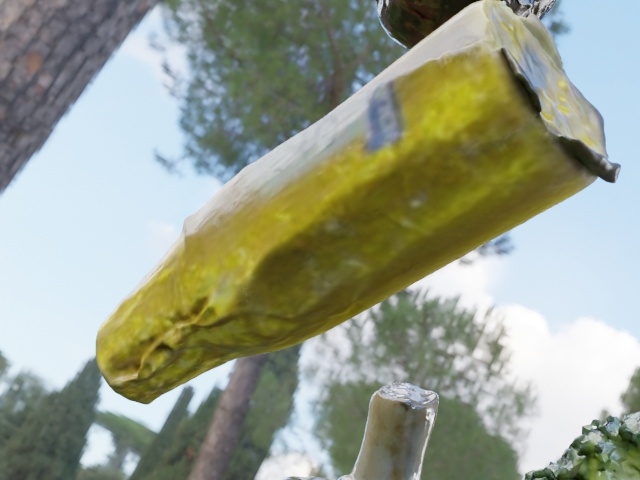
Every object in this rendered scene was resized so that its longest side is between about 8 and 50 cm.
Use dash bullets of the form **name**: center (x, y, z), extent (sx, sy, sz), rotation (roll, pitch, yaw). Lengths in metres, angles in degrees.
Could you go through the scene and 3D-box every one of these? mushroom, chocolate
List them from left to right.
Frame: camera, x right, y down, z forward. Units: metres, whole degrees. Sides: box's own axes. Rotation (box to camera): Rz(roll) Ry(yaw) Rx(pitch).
- **chocolate**: center (0.000, 0.000, 0.918), extent (0.445, 0.162, 0.162), rotation (-34, -56, 23)
- **mushroom**: center (0.051, 0.232, 1.071), extent (0.207, 0.215, 0.207), rotation (12, -2, 0)

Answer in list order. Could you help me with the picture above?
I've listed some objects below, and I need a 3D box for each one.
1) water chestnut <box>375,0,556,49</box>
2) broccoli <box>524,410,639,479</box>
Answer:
- **water chestnut**: center (0.149, -0.350, 1.344), extent (0.244, 0.289, 0.289), rotation (23, -20, 35)
- **broccoli**: center (0.205, 0.210, 0.489), extent (0.221, 0.252, 0.361), rotation (33, -16, -32)
